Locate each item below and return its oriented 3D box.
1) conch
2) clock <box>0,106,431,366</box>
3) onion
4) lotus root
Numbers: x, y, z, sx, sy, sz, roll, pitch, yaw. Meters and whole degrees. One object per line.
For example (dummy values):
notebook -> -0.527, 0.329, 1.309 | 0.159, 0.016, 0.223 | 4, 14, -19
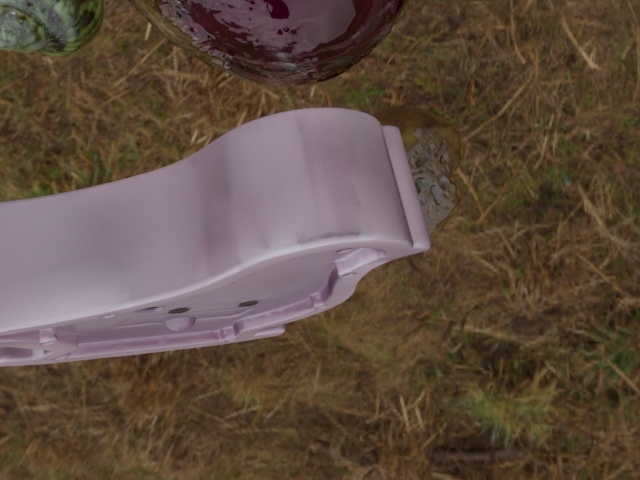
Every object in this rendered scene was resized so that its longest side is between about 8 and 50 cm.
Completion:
conch -> -0.387, -0.314, 1.188 | 0.124, 0.181, 0.187 | 53, 147, 17
clock -> -0.107, 0.009, 0.515 | 0.290, 0.080, 0.275 | -4, 164, -30
onion -> -0.042, -0.295, 0.746 | 0.336, 0.282, 0.260 | 46, 168, -21
lotus root -> 0.204, -0.136, 1.865 | 0.316, 0.250, 0.316 | -2, 96, -16
